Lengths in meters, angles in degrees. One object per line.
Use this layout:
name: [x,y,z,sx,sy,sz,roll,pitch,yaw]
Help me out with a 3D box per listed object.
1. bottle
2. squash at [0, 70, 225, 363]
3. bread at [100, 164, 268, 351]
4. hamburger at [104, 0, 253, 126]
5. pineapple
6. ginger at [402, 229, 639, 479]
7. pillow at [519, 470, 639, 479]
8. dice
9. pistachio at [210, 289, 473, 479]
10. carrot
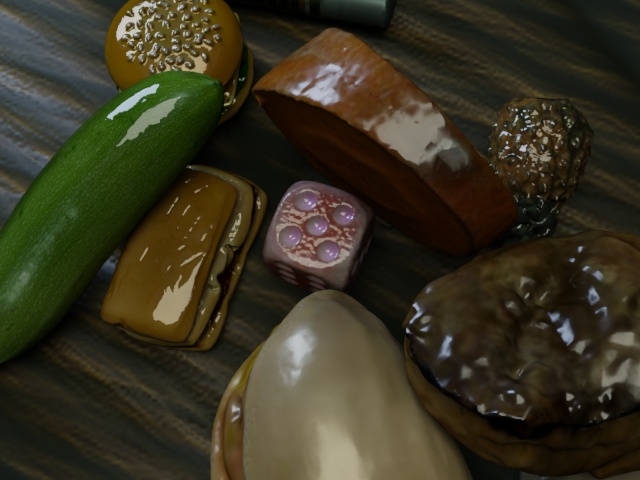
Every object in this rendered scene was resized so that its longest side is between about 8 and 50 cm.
bottle: [-0.055,-0.302,1.030,0.286,0.082,0.082,13,74,8]
squash: [-0.242,-0.020,0.906,0.107,0.107,0.395,43,100,15]
bread: [-0.138,0.012,0.945,0.116,0.077,0.200,15,73,17]
hamburger: [-0.149,-0.192,0.984,0.162,0.115,0.162,-1,72,2]
pineapple: [0.208,-0.043,0.929,0.108,0.108,0.198,13,86,8]
ginger: [0.203,0.102,0.799,0.269,0.223,0.200,-16,55,-5]
pillow: [0.303,0.282,0.830,0.270,0.067,0.173,12,68,7]
dice: [0.000,0.000,0.925,0.094,0.093,0.091,22,75,11]
pistachio: [0.026,0.206,0.805,0.229,0.230,0.309,-20,67,-2]
carrot: [0.062,-0.081,0.842,0.258,0.307,0.100,40,91,-16]
